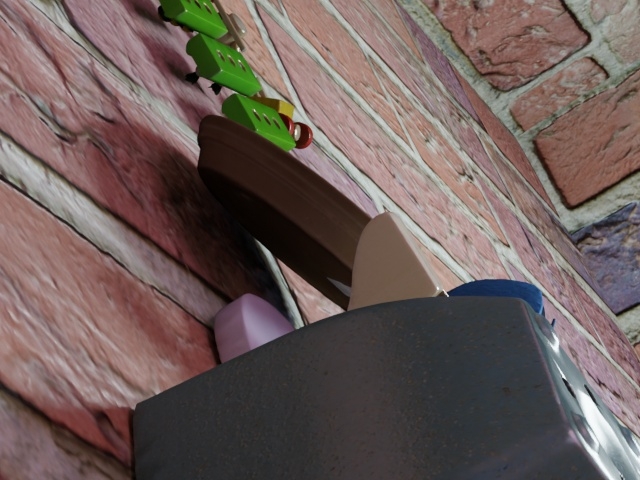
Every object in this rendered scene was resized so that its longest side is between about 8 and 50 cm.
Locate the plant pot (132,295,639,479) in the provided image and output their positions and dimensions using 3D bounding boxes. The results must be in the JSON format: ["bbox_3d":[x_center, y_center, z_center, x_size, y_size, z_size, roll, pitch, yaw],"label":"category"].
[{"bbox_3d":[0.066,0.179,1.150,0.247,0.252,0.248,52,13,-28],"label":"plant pot"}]

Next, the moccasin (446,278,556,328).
[{"bbox_3d":[0.141,0.147,1.902,0.342,0.137,0.117,-53,140,-59],"label":"moccasin"}]

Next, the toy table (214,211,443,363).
[{"bbox_3d":[0.058,0.129,1.458,0.274,0.161,0.252,55,15,-5],"label":"toy table"}]

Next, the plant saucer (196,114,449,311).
[{"bbox_3d":[0.000,0.000,1.627,0.278,0.041,0.278,38,-10,8],"label":"plant saucer"}]

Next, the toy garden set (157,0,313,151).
[{"bbox_3d":[-0.104,-0.180,1.915,0.244,0.049,0.204,59,14,14],"label":"toy garden set"}]
